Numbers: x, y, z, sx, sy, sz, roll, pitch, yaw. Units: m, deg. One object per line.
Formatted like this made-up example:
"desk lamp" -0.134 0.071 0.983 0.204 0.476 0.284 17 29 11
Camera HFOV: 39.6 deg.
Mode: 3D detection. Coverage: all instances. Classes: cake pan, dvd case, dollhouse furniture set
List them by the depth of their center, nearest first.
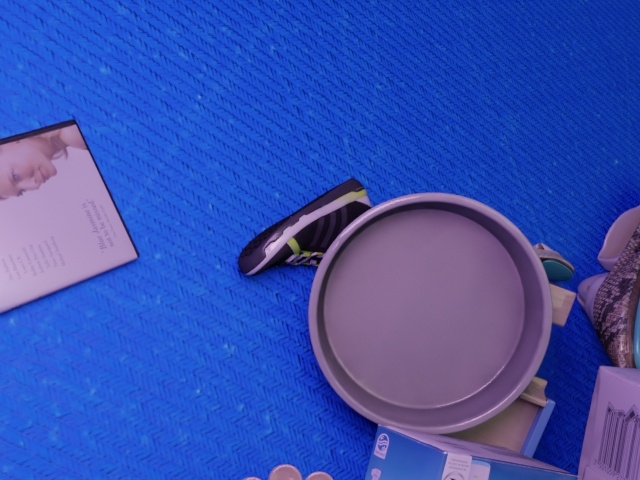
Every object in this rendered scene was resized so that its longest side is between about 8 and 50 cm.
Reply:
"dvd case" -0.341 -0.019 0.958 0.253 0.022 0.180 -25 89 -37
"cake pan" 0.131 0.087 1.082 0.293 0.054 0.293 0 95 -1
"dollhouse furniture set" 0.159 0.158 1.215 0.286 0.198 0.303 20 93 -3

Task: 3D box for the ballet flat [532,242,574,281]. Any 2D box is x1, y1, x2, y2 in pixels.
"ballet flat" 0.330 0.022 1.385 0.168 0.057 0.052 15 56 -30

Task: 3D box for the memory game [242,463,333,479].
"memory game" -0.034 0.335 0.952 0.186 0.012 0.186 1 76 -4

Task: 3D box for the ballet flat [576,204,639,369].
"ballet flat" 0.524 0.048 1.435 0.483 0.182 0.164 -51 122 -31

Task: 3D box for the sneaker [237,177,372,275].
"sneaker" 0.000 0.000 1.146 0.235 0.084 0.097 -34 96 -37

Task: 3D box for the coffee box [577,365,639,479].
"coffee box" 0.553 0.373 1.126 0.334 0.337 0.338 7 96 -16

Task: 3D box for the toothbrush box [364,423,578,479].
"toothbrush box" 0.145 0.381 1.011 0.216 0.126 0.295 19 85 -31
